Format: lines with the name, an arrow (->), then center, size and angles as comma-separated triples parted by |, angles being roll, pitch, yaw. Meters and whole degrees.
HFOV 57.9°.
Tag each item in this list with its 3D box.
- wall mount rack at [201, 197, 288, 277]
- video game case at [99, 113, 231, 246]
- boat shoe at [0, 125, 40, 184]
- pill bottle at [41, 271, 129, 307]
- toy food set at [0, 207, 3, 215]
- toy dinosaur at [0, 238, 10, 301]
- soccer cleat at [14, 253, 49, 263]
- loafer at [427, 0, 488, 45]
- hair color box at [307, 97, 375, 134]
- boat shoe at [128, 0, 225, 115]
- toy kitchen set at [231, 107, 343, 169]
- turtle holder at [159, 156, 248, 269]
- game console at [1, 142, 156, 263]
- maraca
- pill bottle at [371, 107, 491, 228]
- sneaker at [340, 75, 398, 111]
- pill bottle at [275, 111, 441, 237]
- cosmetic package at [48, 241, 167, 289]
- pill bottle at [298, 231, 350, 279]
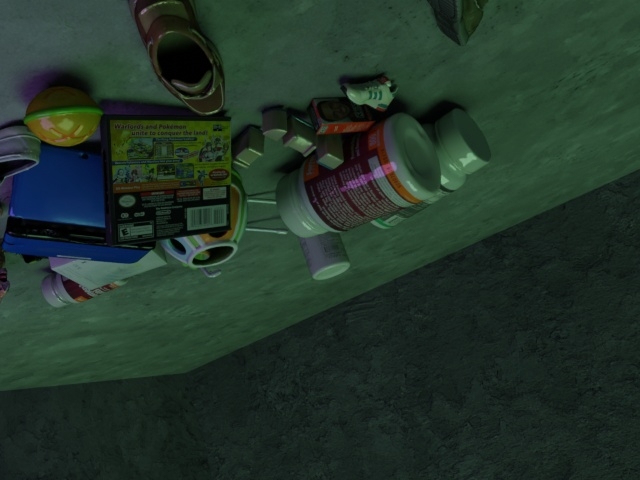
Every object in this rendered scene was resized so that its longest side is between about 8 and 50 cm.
wall mount rack -> -0.226, -0.033, 1.723 | 0.304, 0.130, 0.350 | -37, 172, -27
video game case -> -0.302, -0.127, 1.174 | 0.275, 0.248, 0.035 | -10, -162, -42
boat shoe -> -0.617, -0.136, 1.067 | 0.228, 0.081, 0.079 | -19, 162, 13
pill bottle -> -0.677, 0.109, 1.670 | 0.221, 0.121, 0.121 | -23, 162, 9
toy food set -> -0.741, -0.062, 1.265 | 0.083, 0.020, 0.083 | -22, 162, 8
toy dinosaur -> -0.813, 0.107, 1.394 | 0.127, 0.200, 0.295 | -10, 161, -26
soccer cleat -> -0.722, 0.029, 1.465 | 0.060, 0.072, 0.179 | -20, 162, 3
loafer -> 0.255, -0.451, 1.070 | 0.087, 0.094, 0.251 | -49, 166, 9
hair color box -> 0.048, -0.288, 1.332 | 0.141, 0.071, 0.043 | -11, 161, -27
boat shoe -> -0.227, -0.289, 0.970 | 0.123, 0.116, 0.324 | -20, 162, 1
toy kitchen set -> -0.079, -0.229, 1.364 | 0.207, 0.122, 0.166 | 22, 139, -35
turtle holder -> -0.311, -0.048, 1.413 | 0.320, 0.227, 0.243 | -31, 160, 31
game console -> -0.509, -0.066, 1.250 | 0.293, 0.173, 0.250 | 8, 162, -30
maraca -> -0.447, -0.213, 1.012 | 0.127, 0.099, 0.186 | -9, -174, -22
pill bottle -> 0.275, -0.197, 1.618 | 0.361, 0.204, 0.204 | -33, 158, 35
sneaker -> 0.113, -0.341, 1.294 | 0.161, 0.057, 0.075 | 3, 135, -48
pill bottle -> 0.087, -0.152, 1.493 | 0.392, 0.223, 0.224 | -21, 164, 35
cosmetic package -> -0.545, 0.010, 1.492 | 0.225, 0.138, 0.224 | -20, 162, -3
pill bottle -> 0.000, 0.000, 1.871 | 0.131, 0.229, 0.131 | -18, 162, -6
